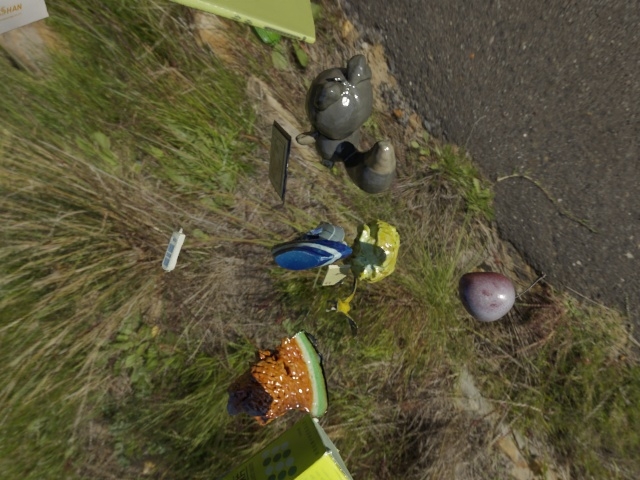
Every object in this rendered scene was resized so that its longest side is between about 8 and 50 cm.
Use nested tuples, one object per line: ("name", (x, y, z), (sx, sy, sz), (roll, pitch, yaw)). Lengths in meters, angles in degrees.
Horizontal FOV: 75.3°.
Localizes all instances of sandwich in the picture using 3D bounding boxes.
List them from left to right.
("sandwich", (-0.129, 0.415, 1.179), (0.162, 0.300, 0.251), (-44, 62, 50))

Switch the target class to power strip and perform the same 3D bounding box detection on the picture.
("power strip", (-0.559, 0.032, 1.580), (0.047, 0.030, 0.191), (27, 100, 30))

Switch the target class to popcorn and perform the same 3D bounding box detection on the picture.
("popcorn", (0.185, 0.037, 1.449), (0.183, 0.204, 0.221), (21, 114, -1))

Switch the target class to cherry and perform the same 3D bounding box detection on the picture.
("cherry", (0.427, 0.111, 1.020), (0.148, 0.115, 0.188), (43, 116, 8))

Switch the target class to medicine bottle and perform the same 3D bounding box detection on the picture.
("medicine bottle", (-0.071, 0.481, 0.803), (0.250, 0.137, 0.141), (-35, 112, -9))

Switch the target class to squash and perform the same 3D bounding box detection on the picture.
("squash", (-0.159, -0.567, 0.992), (0.068, 0.219, 0.077), (26, 67, 39))

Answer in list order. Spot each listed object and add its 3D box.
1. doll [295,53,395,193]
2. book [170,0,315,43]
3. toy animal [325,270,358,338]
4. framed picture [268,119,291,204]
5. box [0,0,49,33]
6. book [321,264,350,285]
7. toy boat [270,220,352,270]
("doll", (0.111, -0.363, 1.286), (0.378, 0.382, 0.253), (32, 72, 5))
("book", (-0.173, -0.435, 0.610), (0.035, 0.351, 0.240), (-28, 67, 51))
("toy animal", (0.067, 0.215, 1.389), (0.094, 0.155, 0.220), (10, 74, -21))
("framed picture", (-0.123, -0.233, 1.204), (0.010, 0.195, 0.200), (-3, 120, -21))
("box", (-0.552, -0.389, 0.611), (0.233, 0.149, 0.067), (36, 148, 10))
("book", (0.052, 0.116, 1.409), (0.077, 0.014, 0.111), (-3, 144, -18))
("toy boat", (-0.030, 0.005, 1.123), (0.209, 0.292, 0.071), (-7, 110, -1))
